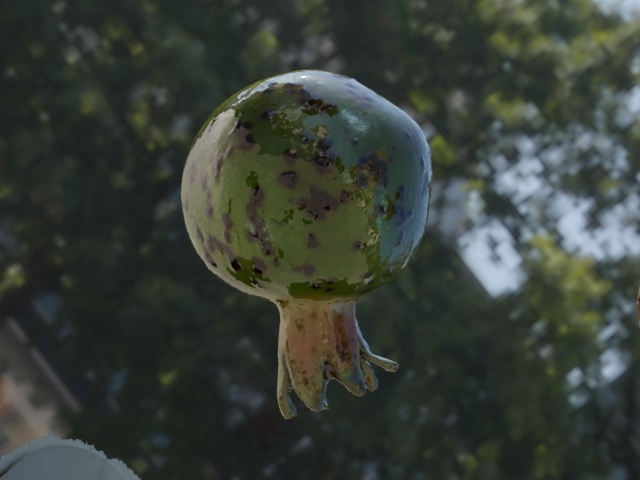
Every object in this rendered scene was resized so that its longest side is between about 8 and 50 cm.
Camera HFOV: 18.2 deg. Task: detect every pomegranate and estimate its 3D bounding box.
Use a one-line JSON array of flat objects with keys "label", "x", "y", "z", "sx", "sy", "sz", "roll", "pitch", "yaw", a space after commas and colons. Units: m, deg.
[{"label": "pomegranate", "x": 0.008, "y": -0.011, "z": 1.736, "sx": 0.231, "sy": 0.231, "sz": 0.286, "roll": 94, "pitch": -29, "yaw": -73}]

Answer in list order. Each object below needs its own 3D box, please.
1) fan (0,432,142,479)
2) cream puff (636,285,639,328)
[{"label": "fan", "x": -0.308, "y": 0.278, "z": 1.837, "sx": 0.415, "sy": 0.233, "sz": 0.012, "roll": 22, "pitch": -19, "yaw": -40}, {"label": "cream puff", "x": 0.364, "y": 0.058, "z": 1.624, "sx": 0.183, "sy": 0.183, "sz": 0.169, "roll": 48, "pitch": 13, "yaw": 24}]
